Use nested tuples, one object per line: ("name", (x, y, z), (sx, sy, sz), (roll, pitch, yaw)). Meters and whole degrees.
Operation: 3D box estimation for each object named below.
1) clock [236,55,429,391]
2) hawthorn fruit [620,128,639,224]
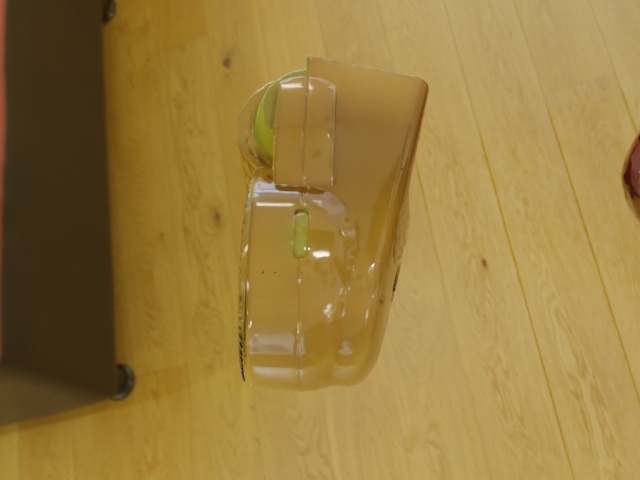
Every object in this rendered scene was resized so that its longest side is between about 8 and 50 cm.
("clock", (0.000, 0.000, 0.887), (0.200, 0.244, 0.317), (4, 64, 5))
("hawthorn fruit", (0.433, -0.061, 0.772), (0.311, 0.295, 0.295), (10, 73, 1))
